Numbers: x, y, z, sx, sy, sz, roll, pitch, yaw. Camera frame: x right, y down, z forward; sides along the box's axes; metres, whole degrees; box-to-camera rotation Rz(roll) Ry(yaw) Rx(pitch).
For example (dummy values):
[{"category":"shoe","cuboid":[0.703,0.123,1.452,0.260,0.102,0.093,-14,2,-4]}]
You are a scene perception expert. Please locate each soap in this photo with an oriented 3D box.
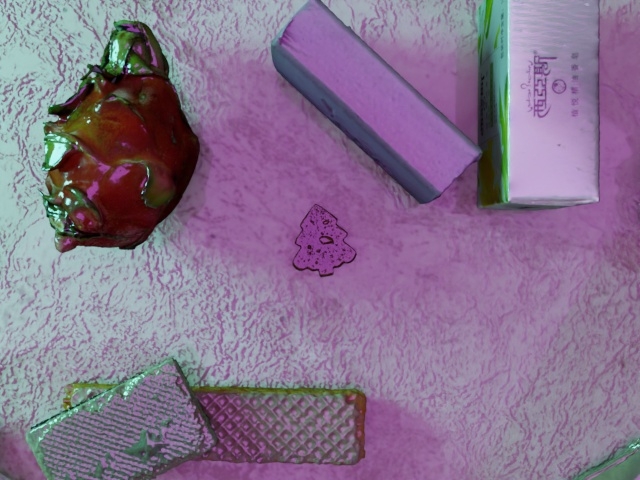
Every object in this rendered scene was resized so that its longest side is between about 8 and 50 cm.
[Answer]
[{"category":"soap","cuboid":[0.062,-0.154,1.109,0.259,0.181,0.081,44,90,-1]}]

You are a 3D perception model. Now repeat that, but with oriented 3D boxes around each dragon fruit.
[{"category":"dragon fruit","cuboid":[-0.247,-0.121,1.101,0.200,0.198,0.269,-16,93,-43]}]

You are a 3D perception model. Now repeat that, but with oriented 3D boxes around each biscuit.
[{"category":"biscuit","cuboid":[-0.235,0.234,1.120,0.199,0.040,0.121,-27,92,-1]},{"category":"biscuit","cuboid":[0.000,0.000,1.189,0.082,0.016,0.092,-12,89,5]},{"category":"biscuit","cuboid":[-0.133,0.224,1.168,0.378,0.054,0.094,2,89,0]}]

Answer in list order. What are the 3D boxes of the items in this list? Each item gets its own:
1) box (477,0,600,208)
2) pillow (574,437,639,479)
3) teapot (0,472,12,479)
[{"category":"box","cuboid":[0.248,-0.165,1.101,0.111,0.194,0.261,-2,89,0]},{"category":"pillow","cuboid":[0.358,0.337,1.170,0.208,0.053,0.119,-32,88,3]},{"category":"teapot","cuboid":[-0.462,0.261,1.150,0.226,0.092,0.145,24,92,-1]}]
